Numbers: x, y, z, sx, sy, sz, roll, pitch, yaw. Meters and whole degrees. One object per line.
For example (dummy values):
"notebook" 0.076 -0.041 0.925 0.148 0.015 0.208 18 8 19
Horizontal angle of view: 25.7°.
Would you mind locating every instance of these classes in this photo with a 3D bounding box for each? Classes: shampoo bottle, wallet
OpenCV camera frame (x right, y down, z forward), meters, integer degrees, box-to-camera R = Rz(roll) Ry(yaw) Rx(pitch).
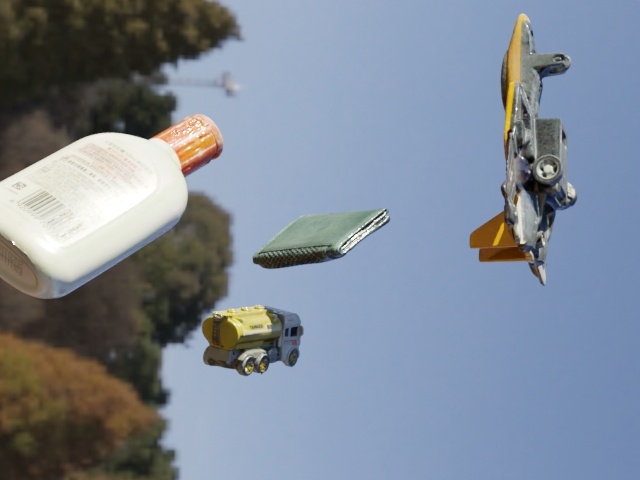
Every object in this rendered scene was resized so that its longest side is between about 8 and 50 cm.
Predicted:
"shampoo bottle" -0.159 -0.036 1.061 0.108 0.221 0.051 34 -46 21
"wallet" 0.000 0.000 1.383 0.129 0.088 0.026 -5 -64 48

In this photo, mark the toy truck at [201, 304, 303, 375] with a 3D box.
"toy truck" -0.066 0.094 1.371 0.123 0.052 0.063 -5 105 -59

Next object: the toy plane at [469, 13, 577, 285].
"toy plane" 0.249 -0.122 1.635 0.204 0.103 0.316 46 51 -62
